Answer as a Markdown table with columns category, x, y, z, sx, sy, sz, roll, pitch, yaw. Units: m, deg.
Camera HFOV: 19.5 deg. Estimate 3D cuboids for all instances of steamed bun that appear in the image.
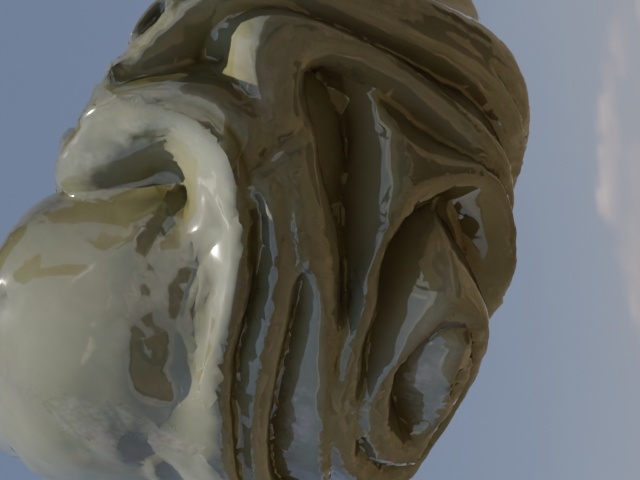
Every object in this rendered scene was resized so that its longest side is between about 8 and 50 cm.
| category | x | y | z | sx | sy | sz | roll | pitch | yaw |
| --- | --- | --- | --- | --- | --- | --- | --- | --- | --- |
| steamed bun | -0.005 | 0.008 | 0.942 | 0.309 | 0.219 | 0.324 | -59 | -14 | 26 |
